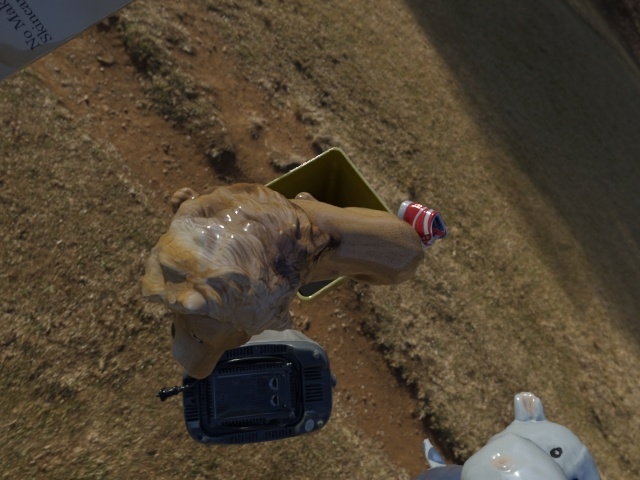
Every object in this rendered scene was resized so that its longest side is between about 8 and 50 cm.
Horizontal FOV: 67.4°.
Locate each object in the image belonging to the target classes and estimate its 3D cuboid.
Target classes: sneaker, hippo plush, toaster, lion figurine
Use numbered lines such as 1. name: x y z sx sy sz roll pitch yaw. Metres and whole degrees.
1. sneaker: 0.132 0.010 0.651 0.042 0.067 0.118 -12 114 -45
2. hippo plush: 0.197 0.314 0.505 0.294 0.236 0.234 8 47 -53
3. toaster: -0.097 0.194 0.662 0.227 0.146 0.129 -4 90 -9
4. lion figurine: -0.002 0.006 0.495 0.392 0.240 0.142 -10 102 -39

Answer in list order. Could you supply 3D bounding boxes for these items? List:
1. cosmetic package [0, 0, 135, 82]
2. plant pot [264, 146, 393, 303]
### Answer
1. cosmetic package: -0.421 -0.333 0.643 0.309 0.113 0.160 -44 136 -18
2. plant pot: 0.000 0.000 0.883 0.212 0.187 0.212 -31 71 -14
